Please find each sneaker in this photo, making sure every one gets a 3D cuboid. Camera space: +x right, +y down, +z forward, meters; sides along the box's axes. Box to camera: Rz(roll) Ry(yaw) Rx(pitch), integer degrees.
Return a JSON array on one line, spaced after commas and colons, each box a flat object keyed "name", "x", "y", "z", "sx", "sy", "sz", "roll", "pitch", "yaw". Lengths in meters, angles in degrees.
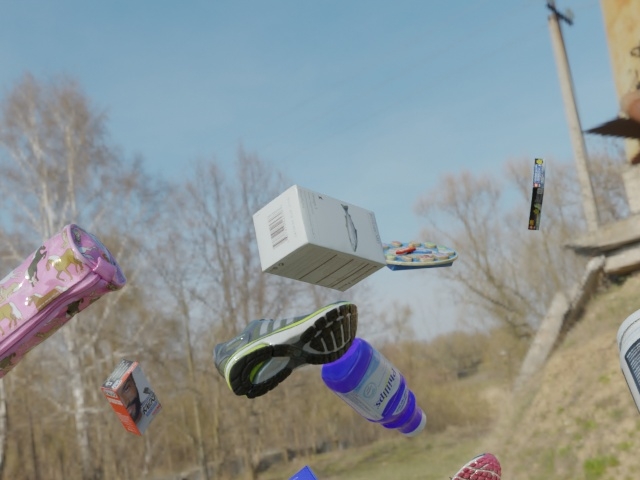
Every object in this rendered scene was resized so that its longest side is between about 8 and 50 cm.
[{"name": "sneaker", "x": 0.380, "y": 0.685, "z": 2.272, "sx": 0.121, "sy": 0.299, "sz": 0.112, "roll": 30, "pitch": 23, "yaw": -6}, {"name": "sneaker", "x": -0.060, "y": 0.169, "z": 1.477, "sx": 0.300, "sy": 0.111, "sz": 0.121, "roll": -18, "pitch": 29, "yaw": -34}]

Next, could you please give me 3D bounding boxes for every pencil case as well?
[{"name": "pencil case", "x": -0.545, "y": 0.133, "z": 1.542, "sx": 0.386, "sy": 0.167, "sz": 0.160, "roll": -40, "pitch": -17, "yaw": 2}]

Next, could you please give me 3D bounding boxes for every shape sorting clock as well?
[{"name": "shape sorting clock", "x": 0.201, "y": 0.026, "z": 1.843, "sx": 0.206, "sy": 0.040, "sz": 0.206, "roll": 2, "pitch": 15, "yaw": 0}]

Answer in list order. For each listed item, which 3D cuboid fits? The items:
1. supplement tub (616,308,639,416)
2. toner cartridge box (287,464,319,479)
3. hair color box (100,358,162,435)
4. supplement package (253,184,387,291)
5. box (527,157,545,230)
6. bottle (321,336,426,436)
[{"name": "supplement tub", "x": 0.686, "y": 0.267, "z": 1.588, "sx": 0.191, "sy": 0.272, "sz": 0.191, "roll": 0, "pitch": -54, "yaw": 1}, {"name": "toner cartridge box", "x": -0.121, "y": 0.655, "z": 1.799, "sx": 0.348, "sy": 0.075, "sz": 0.165, "roll": -36, "pitch": 24, "yaw": -8}, {"name": "hair color box", "x": -0.448, "y": 0.375, "z": 1.991, "sx": 0.053, "sy": 0.093, "sz": 0.167, "roll": 7, "pitch": -46, "yaw": 30}, {"name": "supplement package", "x": 0.000, "y": 0.000, "z": 1.308, "sx": 0.179, "sy": 0.105, "sz": 0.105, "roll": 16, "pitch": -39, "yaw": -43}, {"name": "box", "x": 0.482, "y": -0.102, "z": 1.863, "sx": 0.027, "sy": 0.094, "sz": 0.137, "roll": 5, "pitch": -42, "yaw": 13}, {"name": "bottle", "x": 0.117, "y": 0.306, "z": 1.684, "sx": 0.092, "sy": 0.118, "sz": 0.283, "roll": 3, "pitch": -34, "yaw": 46}]
